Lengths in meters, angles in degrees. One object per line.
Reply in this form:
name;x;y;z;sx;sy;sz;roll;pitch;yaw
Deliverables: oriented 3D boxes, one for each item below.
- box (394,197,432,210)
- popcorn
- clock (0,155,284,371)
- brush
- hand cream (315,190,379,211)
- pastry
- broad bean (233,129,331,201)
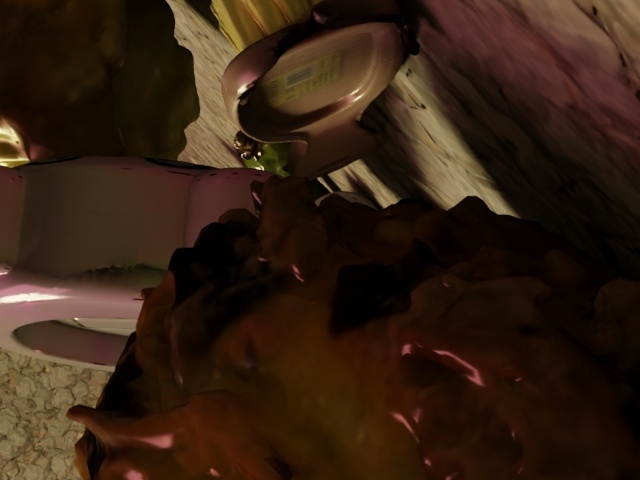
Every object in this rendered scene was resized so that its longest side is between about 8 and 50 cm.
box;0.118;0.080;0.842;0.160;0.050;0.230;43;174;43
popcorn;-0.182;-0.117;0.882;0.251;0.205;0.237;36;142;57
clock;-0.095;0.016;0.785;0.227;0.090;0.248;1;166;4
brush;-0.004;-0.073;0.615;0.313;0.072;0.067;57;-168;-84
hand cream;0.020;0.005;1.014;0.142;0.084;0.053;71;-167;-68
pastry;0.081;0.176;0.554;0.337;0.292;0.405;27;153;45
broad bean;0.000;-0.003;1.103;0.254;0.046;0.065;59;-158;-34
